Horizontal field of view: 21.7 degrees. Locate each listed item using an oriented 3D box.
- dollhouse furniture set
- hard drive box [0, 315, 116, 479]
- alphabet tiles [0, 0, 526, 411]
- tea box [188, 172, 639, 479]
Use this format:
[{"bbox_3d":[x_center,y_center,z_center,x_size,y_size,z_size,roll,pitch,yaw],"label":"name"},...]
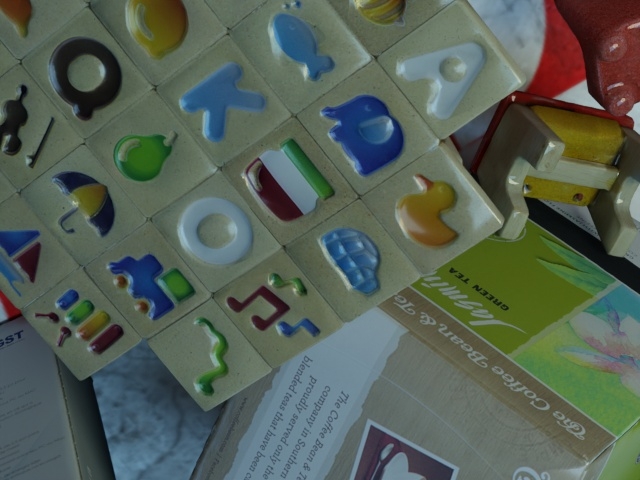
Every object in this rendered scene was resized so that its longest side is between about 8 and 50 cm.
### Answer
[{"bbox_3d":[0.053,-0.138,1.031,0.374,0.152,0.201,9,123,-25],"label":"dollhouse furniture set"},{"bbox_3d":[-0.232,0.177,1.124,0.181,0.232,0.089,-24,130,1],"label":"hard drive box"},{"bbox_3d":[-0.072,-0.063,0.918,0.342,0.011,0.285,-34,101,29],"label":"alphabet tiles"},{"bbox_3d":[0.086,0.153,1.129,0.323,0.220,0.329,-25,146,-56],"label":"tea box"}]
